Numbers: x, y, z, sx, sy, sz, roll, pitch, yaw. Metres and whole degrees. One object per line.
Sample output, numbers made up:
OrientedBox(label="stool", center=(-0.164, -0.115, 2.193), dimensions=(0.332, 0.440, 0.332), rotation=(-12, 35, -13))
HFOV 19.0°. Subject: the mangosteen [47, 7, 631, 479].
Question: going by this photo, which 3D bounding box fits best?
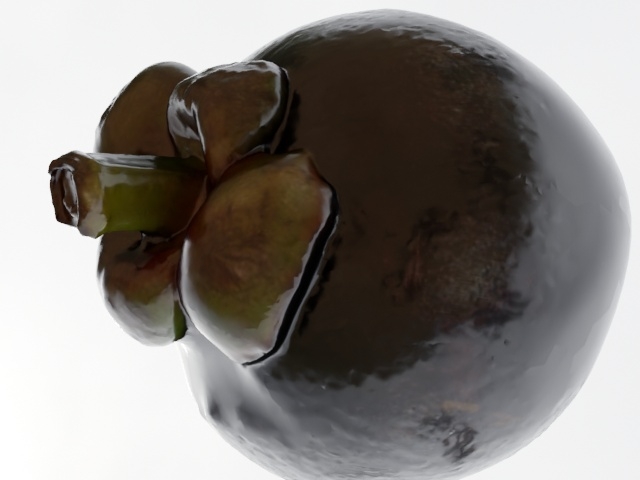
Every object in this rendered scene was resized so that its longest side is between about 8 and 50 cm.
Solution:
OrientedBox(label="mangosteen", center=(0.000, 0.000, 0.991), dimensions=(0.275, 0.302, 0.275), rotation=(-26, -122, 51))
